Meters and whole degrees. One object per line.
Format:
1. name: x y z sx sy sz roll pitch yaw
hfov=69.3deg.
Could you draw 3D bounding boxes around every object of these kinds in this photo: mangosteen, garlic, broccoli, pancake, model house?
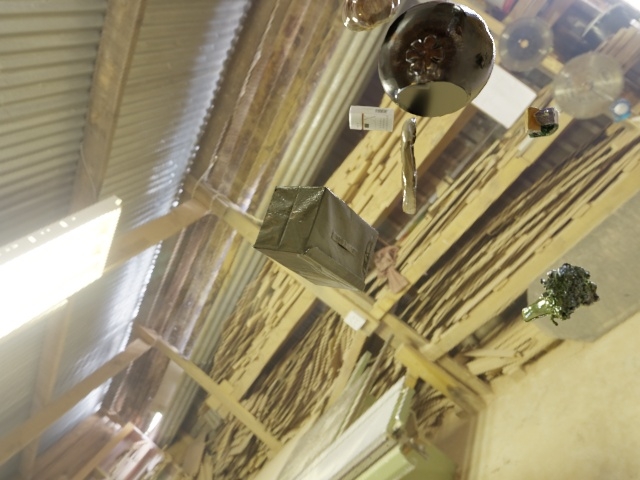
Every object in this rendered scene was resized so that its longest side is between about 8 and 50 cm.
1. mangosteen: 0.281 -0.422 1.121 0.287 0.287 0.233 106 168 -74
2. garlic: 0.122 -0.581 1.150 0.147 0.102 0.159 -12 19 18
3. broccoli: 0.727 0.192 1.466 0.164 0.145 0.304 -23 -23 -17
4. pancake: 0.251 -0.211 1.313 0.282 0.049 0.283 -2 -90 -80
5. model house: 0.761 -0.412 1.602 0.100 0.100 0.088 7 -96 -51

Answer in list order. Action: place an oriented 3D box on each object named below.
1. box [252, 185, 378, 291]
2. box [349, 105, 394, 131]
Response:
1. box: 0.000 0.000 1.013 0.231 0.155 0.149 35 -113 -46
2. box: 0.183 -0.435 1.652 0.084 0.154 0.040 79 -161 -63
